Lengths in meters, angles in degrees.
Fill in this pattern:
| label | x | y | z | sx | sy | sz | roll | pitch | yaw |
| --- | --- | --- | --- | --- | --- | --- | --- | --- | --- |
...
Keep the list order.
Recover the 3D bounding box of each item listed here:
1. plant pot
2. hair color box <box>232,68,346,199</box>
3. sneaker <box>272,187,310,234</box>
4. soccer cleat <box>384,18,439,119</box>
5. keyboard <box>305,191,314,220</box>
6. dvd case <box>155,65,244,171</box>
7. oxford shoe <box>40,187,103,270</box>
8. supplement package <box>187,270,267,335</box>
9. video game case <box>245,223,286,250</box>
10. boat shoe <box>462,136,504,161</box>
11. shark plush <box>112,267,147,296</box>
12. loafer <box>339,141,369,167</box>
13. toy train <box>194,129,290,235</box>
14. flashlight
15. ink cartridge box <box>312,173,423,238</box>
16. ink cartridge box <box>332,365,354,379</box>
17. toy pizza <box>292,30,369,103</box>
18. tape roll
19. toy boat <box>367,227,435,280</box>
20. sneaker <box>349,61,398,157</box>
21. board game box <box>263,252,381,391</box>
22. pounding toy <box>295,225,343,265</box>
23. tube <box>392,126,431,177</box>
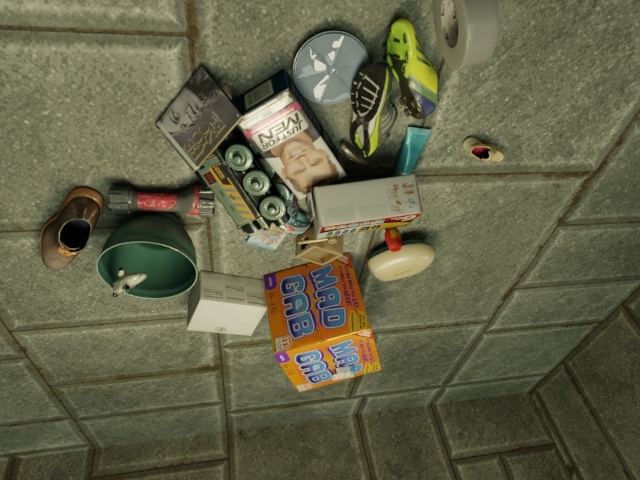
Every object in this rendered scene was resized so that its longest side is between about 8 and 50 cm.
| label | x | y | z | sx | sy | sz | roll | pitch | yaw |
| --- | --- | --- | --- | --- | --- | --- | --- | --- | --- |
| plant pot | -0.535 | 0.027 | 1.444 | 0.293 | 0.196 | 0.293 | -4 | 139 | -3 |
| hair color box | -0.079 | -0.285 | 1.287 | 0.174 | 0.105 | 0.347 | -26 | 138 | 15 |
| sneaker | -0.114 | -0.110 | 1.476 | 0.125 | 0.104 | 0.262 | -40 | 132 | 25 |
| soccer cleat | 0.254 | -0.462 | 1.209 | 0.121 | 0.093 | 0.289 | -42 | 135 | -13 |
| keyboard | -0.031 | -0.101 | 1.418 | 0.014 | 0.072 | 0.256 | -14 | 180 | -3 |
| dvd case | -0.320 | -0.312 | 1.181 | 0.221 | 0.018 | 0.164 | -39 | 90 | 28 |
| oxford shoe | -0.789 | -0.003 | 1.396 | 0.130 | 0.132 | 0.363 | 20 | 130 | -32 |
| supplement package | -0.370 | 0.252 | 1.780 | 0.262 | 0.145 | 0.204 | 12 | 133 | -25 |
| video game case | -0.179 | -0.033 | 1.611 | 0.119 | 0.015 | 0.166 | 16 | 132 | -29 |
| boat shoe | 0.539 | -0.285 | 1.481 | 0.170 | 0.059 | 0.063 | 12 | 133 | -25 |
| shark plush | -0.593 | 0.146 | 1.386 | 0.067 | 0.073 | 0.161 | -7 | 147 | -50 |
| loafer | 0.100 | -0.262 | 1.408 | 0.039 | 0.045 | 0.125 | -34 | 138 | 32 |
| toy train | -0.226 | -0.164 | 1.316 | 0.190 | 0.142 | 0.333 | -23 | 118 | 17 |
| flashlight | -0.476 | -0.124 | 1.371 | 0.304 | 0.103 | 0.103 | 1 | 111 | -14 |
| ink cartridge box | 0.132 | -0.096 | 1.446 | 0.310 | 0.129 | 0.272 | -8 | 172 | -5 |
| ink cartridge box | 0.085 | 0.506 | 1.728 | 0.083 | 0.028 | 0.048 | -7 | 138 | -10 |
| toy pizza | 0.026 | -0.451 | 1.184 | 0.202 | 0.032 | 0.201 | -6 | 139 | -6 |
| tape roll | 0.332 | -0.515 | 1.049 | 0.072 | 0.219 | 0.219 | -15 | 139 | 1 |
| toy boat | 0.296 | 0.028 | 1.726 | 0.268 | 0.148 | 0.318 | -16 | 147 | 11 |
| sneaker | 0.156 | -0.370 | 1.252 | 0.121 | 0.111 | 0.300 | -35 | 158 | -21 |
| board game box | 0.009 | 0.331 | 1.806 | 0.357 | 0.356 | 0.356 | -16 | 139 | 2 |
| pounding toy | -0.004 | -0.004 | 1.596 | 0.181 | 0.094 | 0.206 | 18 | 150 | -30 |
| tube | 0.282 | -0.267 | 1.447 | 0.080 | 0.052 | 0.207 | -2 | 134 | -21 |
